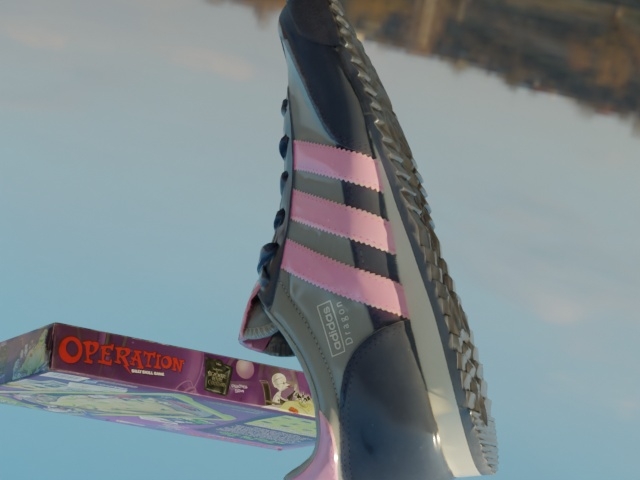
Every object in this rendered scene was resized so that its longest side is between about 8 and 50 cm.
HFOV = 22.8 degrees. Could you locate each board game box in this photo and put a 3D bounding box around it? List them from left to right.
[{"bbox_3d":[-0.130,0.141,1.458,0.347,0.056,0.208,14,157,-31],"label":"board game box"}]

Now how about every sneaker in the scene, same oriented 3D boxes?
[{"bbox_3d":[0.000,0.000,0.925,0.131,0.319,0.112,-20,157,12],"label":"sneaker"}]
